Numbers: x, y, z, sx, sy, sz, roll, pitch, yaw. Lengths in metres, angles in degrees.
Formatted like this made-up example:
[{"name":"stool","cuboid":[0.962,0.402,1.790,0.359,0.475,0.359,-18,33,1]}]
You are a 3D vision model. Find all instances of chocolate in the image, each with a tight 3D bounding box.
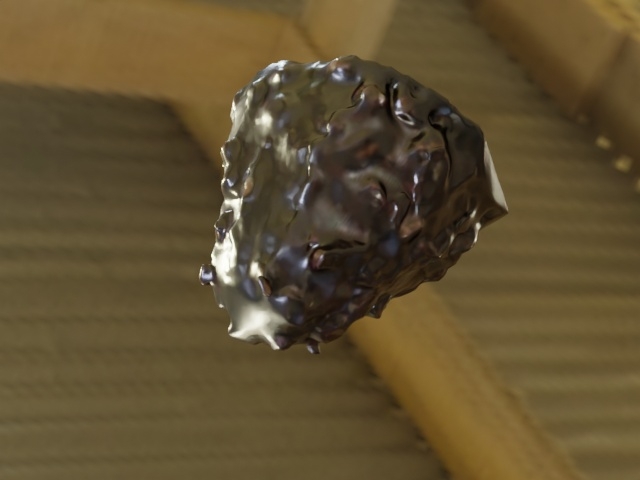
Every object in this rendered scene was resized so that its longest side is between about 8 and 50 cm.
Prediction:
[{"name":"chocolate","cuboid":[0.000,0.000,0.982,0.156,0.156,0.133,25,-117,3]}]
